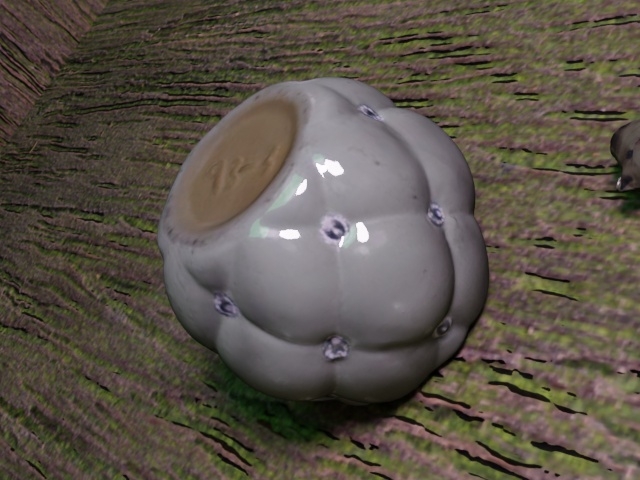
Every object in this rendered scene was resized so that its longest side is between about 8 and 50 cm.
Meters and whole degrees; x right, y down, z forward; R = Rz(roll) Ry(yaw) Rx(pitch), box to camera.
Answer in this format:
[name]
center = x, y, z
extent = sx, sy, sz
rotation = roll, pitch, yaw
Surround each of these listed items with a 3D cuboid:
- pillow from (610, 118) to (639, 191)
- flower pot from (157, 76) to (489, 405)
[pillow]
center = 0.270, -0.037, 0.528
extent = 0.241, 0.051, 0.093
rotation = 9, 64, 49
[flower pot]
center = 0.000, 0.000, 0.666
extent = 0.246, 0.195, 0.246
rotation = -29, 38, 25
